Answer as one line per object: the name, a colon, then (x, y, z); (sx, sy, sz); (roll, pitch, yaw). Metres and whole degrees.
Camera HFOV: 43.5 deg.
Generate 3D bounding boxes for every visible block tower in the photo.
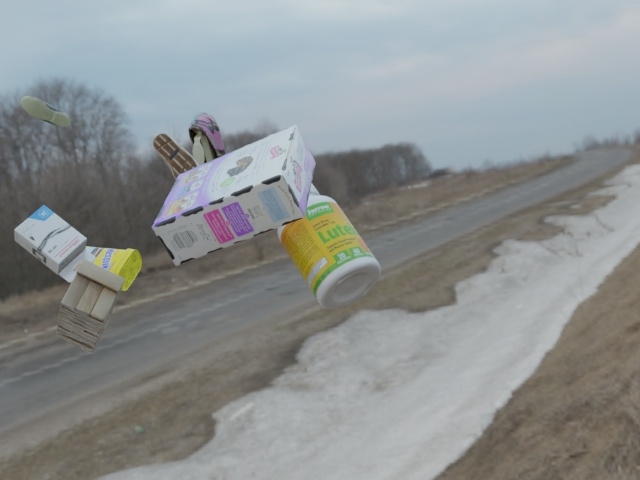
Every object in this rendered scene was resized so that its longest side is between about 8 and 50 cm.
block tower: (-0.477, 0.144, 1.643); (0.090, 0.097, 0.335); (26, -27, -9)

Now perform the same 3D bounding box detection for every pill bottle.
pill bottle: (0.000, 0.000, 1.564); (0.136, 0.246, 0.136); (-25, -31, -16)

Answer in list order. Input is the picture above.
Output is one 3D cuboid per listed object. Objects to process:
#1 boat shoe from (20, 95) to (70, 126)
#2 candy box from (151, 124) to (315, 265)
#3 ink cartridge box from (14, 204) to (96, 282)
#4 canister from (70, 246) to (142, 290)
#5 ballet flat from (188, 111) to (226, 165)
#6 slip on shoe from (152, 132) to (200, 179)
boat shoe: (-0.723, -0.339, 2.106); (0.137, 0.049, 0.043); (24, 6, -32)
candy box: (-0.112, -0.064, 1.094); (0.196, 0.070, 0.165); (-20, 27, 17)
ink cartridge box: (-0.660, 0.008, 2.007); (0.104, 0.180, 0.060); (-50, -5, -35)
canister: (-0.597, 0.074, 2.207); (0.169, 0.073, 0.126); (4, 42, 18)
ballet flat: (-0.211, -0.141, 1.578); (0.076, 0.222, 0.079); (1, 33, 32)
slip on shoe: (-0.253, -0.139, 1.450); (0.051, 0.135, 0.041); (-45, -23, 1)
